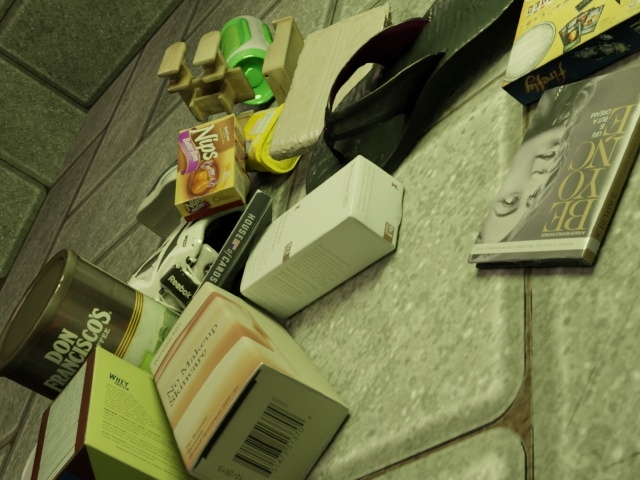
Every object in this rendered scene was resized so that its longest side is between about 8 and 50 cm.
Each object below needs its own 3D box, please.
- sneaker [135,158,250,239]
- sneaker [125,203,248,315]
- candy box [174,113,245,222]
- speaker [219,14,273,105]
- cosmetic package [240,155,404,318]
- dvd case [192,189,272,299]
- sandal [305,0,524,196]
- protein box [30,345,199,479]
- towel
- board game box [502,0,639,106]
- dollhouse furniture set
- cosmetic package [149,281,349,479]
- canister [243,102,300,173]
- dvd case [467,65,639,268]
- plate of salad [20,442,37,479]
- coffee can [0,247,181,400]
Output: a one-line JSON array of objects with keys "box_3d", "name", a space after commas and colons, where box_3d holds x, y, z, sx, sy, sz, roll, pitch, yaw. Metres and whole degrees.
[{"box_3d": [-0.234, -0.117, 1.739, 0.350, 0.131, 0.148, -17, 39, 50], "name": "sneaker"}, {"box_3d": [-0.224, 0.058, 1.496, 0.146, 0.122, 0.331, -3, 53, 58], "name": "sneaker"}, {"box_3d": [-0.186, -0.125, 1.536, 0.109, 0.053, 0.187, -16, 47, 13], "name": "candy box"}, {"box_3d": [-0.153, -0.390, 1.930, 0.131, 0.131, 0.296, -49, 24, 17], "name": "speaker"}, {"box_3d": [0.000, 0.000, 1.191, 0.231, 0.085, 0.117, -38, 29, 39], "name": "cosmetic package"}, {"box_3d": [-0.127, 0.026, 1.350, 0.179, 0.029, 0.239, -60, -2, -9], "name": "dvd case"}, {"box_3d": [0.102, -0.231, 1.216, 0.446, 0.107, 0.168, -49, 38, 22], "name": "sandal"}, {"box_3d": [-0.247, 0.281, 1.158, 0.136, 0.199, 0.201, -49, 24, 16], "name": "protein box"}, {"box_3d": [0.024, -0.253, 1.461, 0.187, 0.049, 0.282, -12, 49, 39], "name": "towel"}, {"box_3d": [0.313, -0.261, 0.975, 0.243, 0.042, 0.165, -24, 39, 51], "name": "board game box"}, {"box_3d": [-0.152, -0.313, 1.731, 0.242, 0.212, 0.161, -11, 44, 20], "name": "dollhouse furniture set"}, {"box_3d": [-0.099, 0.177, 1.097, 0.153, 0.129, 0.296, -57, 23, 1], "name": "cosmetic package"}, {"box_3d": [-0.087, -0.179, 1.601, 0.126, 0.073, 0.170, -61, 22, -10], "name": "canister"}, {"box_3d": [0.243, -0.072, 0.898, 0.164, 0.018, 0.221, -5, 56, 61], "name": "dvd case"}, {"box_3d": [-0.520, 0.441, 1.674, 0.200, 0.048, 0.200, -53, 23, 35], "name": "plate of salad"}, {"box_3d": [-0.307, 0.164, 1.327, 0.201, 0.275, 0.202, -43, 27, 29], "name": "coffee can"}]
